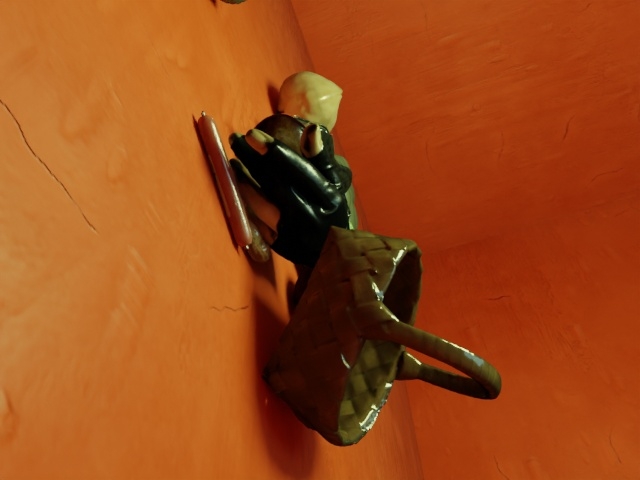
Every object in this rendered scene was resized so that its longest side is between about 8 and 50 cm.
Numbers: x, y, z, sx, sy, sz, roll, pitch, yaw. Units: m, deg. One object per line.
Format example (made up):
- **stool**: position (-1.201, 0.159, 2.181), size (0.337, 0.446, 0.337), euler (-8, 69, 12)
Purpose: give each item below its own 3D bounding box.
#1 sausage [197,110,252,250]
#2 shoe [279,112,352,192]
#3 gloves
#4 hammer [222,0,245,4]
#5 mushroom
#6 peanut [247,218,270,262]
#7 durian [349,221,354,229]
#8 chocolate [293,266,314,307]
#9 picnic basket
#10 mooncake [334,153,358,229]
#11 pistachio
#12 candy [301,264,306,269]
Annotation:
- **sausage**: position (-0.145, -0.089, 0.869), size (0.029, 0.029, 0.223), euler (-50, 123, -79)
- **shoe**: position (-0.040, -0.191, 1.353), size (0.171, 0.132, 0.336), euler (38, -7, 25)
- **gloves**: position (-0.039, -0.078, 0.947), size (0.301, 0.197, 0.152), euler (45, -11, -36)
- **hammer**: position (-0.231, -0.657, 1.139), size (0.206, 0.119, 0.335), euler (37, 31, -77)
- **mushroom**: position (-0.082, -0.145, 1.131), size (0.217, 0.148, 0.227), euler (-130, -152, -66)
- **peanut**: position (-0.107, 0.000, 0.915), size (0.037, 0.037, 0.083), euler (-86, 158, -64)
- **durian**: position (0.044, 0.047, 1.406), size (0.101, 0.139, 0.250), euler (40, 34, -63)
- **chocolate**: position (0.026, 0.114, 1.143), size (0.177, 0.176, 0.177), euler (-16, 90, -81)
- **picnic basket**: position (0.123, 0.167, 0.876), size (0.293, 0.337, 0.337), euler (56, 20, -60)
- **mooncake**: position (0.031, -0.125, 1.649), size (0.275, 0.135, 0.275), euler (-12, 90, -80)
- **pistachio**: position (-0.025, -0.373, 1.572), size (0.299, 0.187, 0.187), euler (-83, 155, -77)
- **candy**: position (-0.006, 0.008, 1.257), size (0.143, 0.101, 0.271), euler (-7, -82, 56)
